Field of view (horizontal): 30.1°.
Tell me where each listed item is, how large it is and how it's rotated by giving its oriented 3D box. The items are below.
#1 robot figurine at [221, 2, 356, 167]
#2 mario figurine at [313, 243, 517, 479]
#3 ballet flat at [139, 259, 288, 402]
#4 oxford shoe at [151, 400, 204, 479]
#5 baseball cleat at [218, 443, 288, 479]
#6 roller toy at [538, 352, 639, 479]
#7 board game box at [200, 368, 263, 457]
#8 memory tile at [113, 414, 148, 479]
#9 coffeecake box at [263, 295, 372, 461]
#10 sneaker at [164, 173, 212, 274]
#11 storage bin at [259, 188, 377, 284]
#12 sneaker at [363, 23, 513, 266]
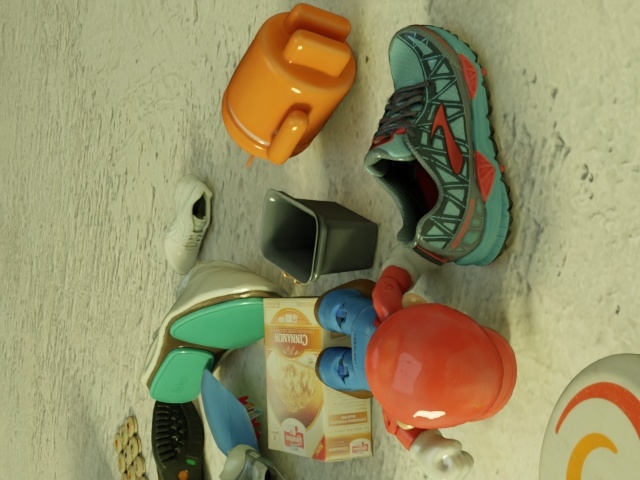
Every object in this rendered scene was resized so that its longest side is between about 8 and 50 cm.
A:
[{"bbox_3d":[-0.039,-0.182,1.406,0.158,0.128,0.219,55,139,14],"label":"robot figurine"},{"bbox_3d":[0.107,0.119,1.198,0.198,0.170,0.320,56,166,-14],"label":"mario figurine"},{"bbox_3d":[-0.160,0.102,1.639,0.400,0.139,0.139,-48,50,54],"label":"ballet flat"},{"bbox_3d":[-0.220,0.337,1.786,0.096,0.082,0.227,143,122,-60],"label":"oxford shoe"},{"bbox_3d":[-0.087,0.368,1.558,0.109,0.072,0.206,23,127,35],"label":"baseball cleat"},{"bbox_3d":[0.261,0.181,0.854,0.209,0.146,0.191,140,133,-61],"label":"roller toy"},{"bbox_3d":[-0.111,0.251,1.632,0.168,0.033,0.133,35,137,50],"label":"board game box"},{"bbox_3d":[-0.327,0.386,2.047,0.113,0.012,0.148,-51,48,49],"label":"memory tile"},{"bbox_3d":[-0.005,0.159,1.409,0.142,0.068,0.186,-6,86,60],"label":"coffeecake box"},{"bbox_3d":[-0.194,-0.018,1.759,0.061,0.053,0.152,31,117,54],"label":"sneaker"},{"bbox_3d":[0.000,0.000,1.372,0.135,0.091,0.098,31,118,58],"label":"storage bin"},{"bbox_3d":[0.100,-0.102,1.155,0.104,0.125,0.262,-45,53,52],"label":"sneaker"}]
